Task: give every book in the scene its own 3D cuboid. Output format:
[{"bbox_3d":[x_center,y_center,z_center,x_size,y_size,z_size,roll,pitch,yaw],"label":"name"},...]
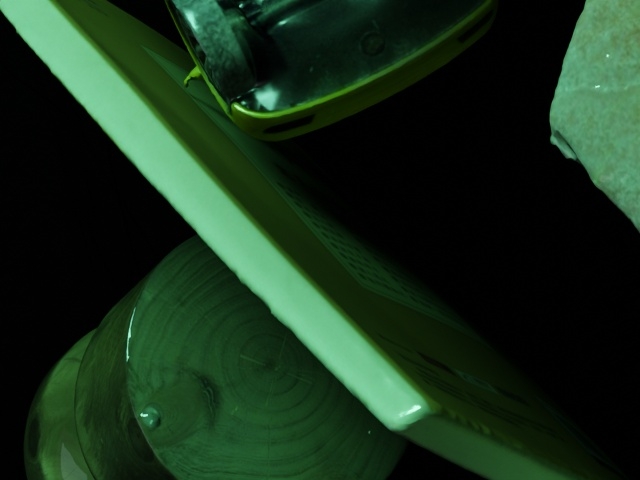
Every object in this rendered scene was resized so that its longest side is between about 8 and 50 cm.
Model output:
[{"bbox_3d":[0.000,0.000,0.829,0.269,0.032,0.389,31,-168,-50],"label":"book"}]

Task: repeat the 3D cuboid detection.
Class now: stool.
[{"bbox_3d":[-0.071,0.107,1.055,0.179,0.179,0.264,66,154,8],"label":"stool"}]

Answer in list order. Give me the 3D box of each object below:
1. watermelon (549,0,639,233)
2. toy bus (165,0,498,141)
[{"bbox_3d":[0.165,-0.068,0.489,0.256,0.176,0.260,-98,26,-79],"label":"watermelon"},{"bbox_3d":[-0.046,-0.187,0.838,0.330,0.144,0.152,59,173,21],"label":"toy bus"}]
